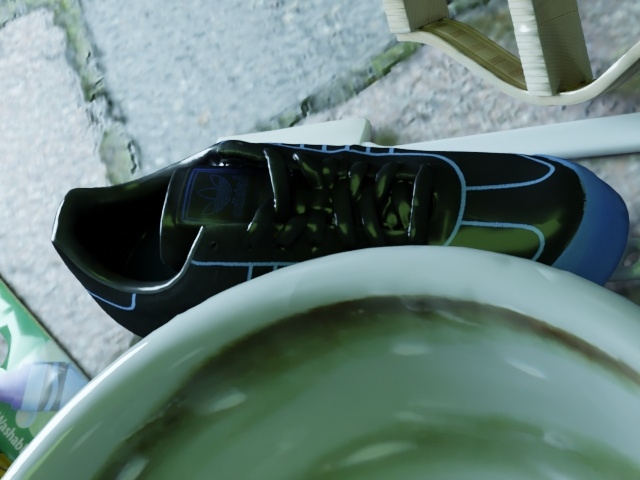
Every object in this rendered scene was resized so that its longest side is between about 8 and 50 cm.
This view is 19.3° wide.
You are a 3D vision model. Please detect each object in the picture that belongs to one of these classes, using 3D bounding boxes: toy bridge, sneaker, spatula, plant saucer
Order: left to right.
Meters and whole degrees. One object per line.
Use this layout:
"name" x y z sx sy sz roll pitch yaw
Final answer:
"sneaker" 0.000 0.000 0.741 0.232 0.090 0.081 -11 57 30
"plant saucer" 0.016 0.202 0.642 0.400 0.100 0.400 -16 59 30
"spatula" 0.038 0.020 0.778 0.242 0.019 0.168 -4 60 33
"toy bridge" 0.091 -0.087 0.761 0.026 0.063 0.188 -25 17 -31

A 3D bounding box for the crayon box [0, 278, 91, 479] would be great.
"crayon box" -0.279 0.127 0.905 0.323 0.083 0.203 -51 49 3
